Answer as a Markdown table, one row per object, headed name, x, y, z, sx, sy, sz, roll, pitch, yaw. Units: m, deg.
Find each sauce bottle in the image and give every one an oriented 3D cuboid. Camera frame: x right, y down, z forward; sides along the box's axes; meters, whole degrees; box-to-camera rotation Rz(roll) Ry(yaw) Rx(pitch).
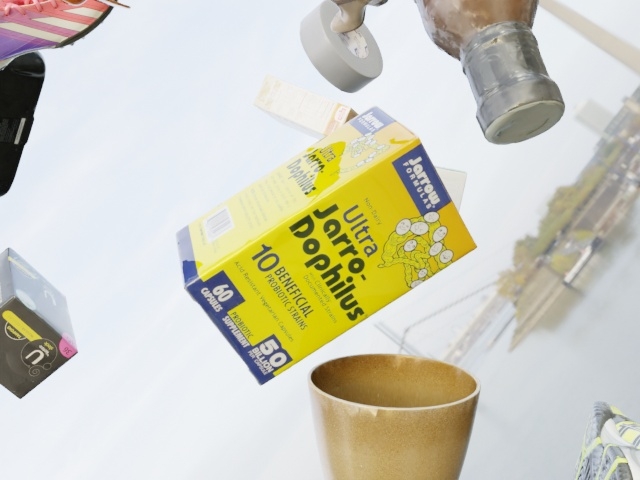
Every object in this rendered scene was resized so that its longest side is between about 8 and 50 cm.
| name | x | y | z | sx | sy | sz | roll | pitch | yaw |
| --- | --- | --- | --- | --- | --- | --- | --- | --- | --- |
| sauce bottle | 0.131 | -0.250 | 0.681 | 0.111 | 0.344 | 0.111 | -13 | -19 | -5 |

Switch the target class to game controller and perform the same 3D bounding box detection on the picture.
| name | x | y | z | sx | sy | sz | roll | pitch | yaw |
| --- | --- | --- | --- | --- | --- | --- | --- | --- | --- |
| game controller | -0.610 | -0.212 | 1.377 | 0.166 | 0.067 | 0.319 | -15 | -45 | -61 |

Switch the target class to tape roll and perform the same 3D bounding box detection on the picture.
| name | x | y | z | sx | sy | sz | roll | pitch | yaw |
| --- | --- | --- | --- | --- | --- | --- | --- | --- | --- |
| tape roll | 0.051 | -0.462 | 1.789 | 0.072 | 0.219 | 0.219 | -32 | 0 | 36 |

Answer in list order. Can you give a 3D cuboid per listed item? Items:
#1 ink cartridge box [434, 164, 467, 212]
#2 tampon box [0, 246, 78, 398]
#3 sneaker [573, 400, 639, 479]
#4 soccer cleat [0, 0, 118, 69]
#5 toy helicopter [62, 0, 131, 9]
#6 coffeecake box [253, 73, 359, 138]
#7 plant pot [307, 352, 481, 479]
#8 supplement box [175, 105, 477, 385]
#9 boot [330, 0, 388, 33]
| name | x | y | z | sx | sy | sz | roll | pitch | yaw |
| --- | --- | --- | --- | --- | --- | --- | --- | --- | --- |
| ink cartridge box | 0.246 | -0.059 | 1.650 | 0.062 | 0.109 | 0.209 | -59 | -20 | -79 |
| tampon box | -0.414 | 0.108 | 1.013 | 0.101 | 0.161 | 0.120 | -40 | -56 | -4 |
| sneaker | 0.494 | 0.364 | 1.177 | 0.385 | 0.147 | 0.145 | -31 | -48 | -77 |
| soccer cleat | -0.453 | -0.341 | 1.121 | 0.318 | 0.108 | 0.116 | -28 | -27 | -10 |
| toy helicopter | -0.339 | -0.378 | 0.871 | 0.355 | 0.140 | 0.235 | -18 | -63 | -32 |
| coffeecake box | -0.011 | -0.235 | 1.420 | 0.068 | 0.185 | 0.142 | -65 | -22 | 2 |
| plant pot | 0.097 | 0.312 | 1.051 | 0.237 | 0.237 | 0.254 | -19 | -67 | -66 |
| supplement box | 0.000 | 0.000 | 1.060 | 0.356 | 0.194 | 0.195 | -33 | 26 | 1 |
| boot | 0.039 | -0.341 | 1.072 | 0.118 | 0.042 | 0.087 | -26 | -17 | 35 |
